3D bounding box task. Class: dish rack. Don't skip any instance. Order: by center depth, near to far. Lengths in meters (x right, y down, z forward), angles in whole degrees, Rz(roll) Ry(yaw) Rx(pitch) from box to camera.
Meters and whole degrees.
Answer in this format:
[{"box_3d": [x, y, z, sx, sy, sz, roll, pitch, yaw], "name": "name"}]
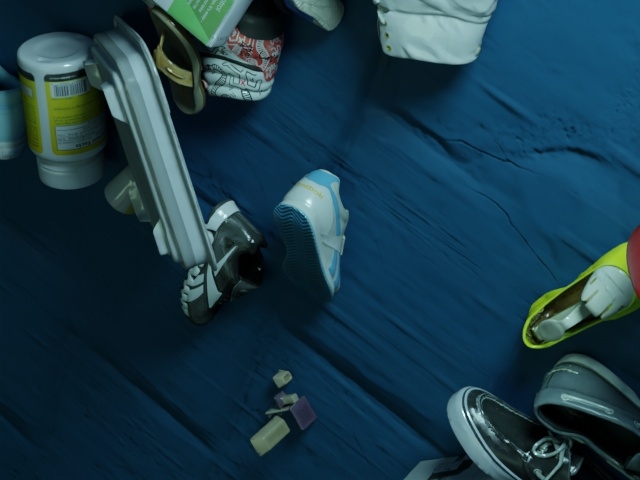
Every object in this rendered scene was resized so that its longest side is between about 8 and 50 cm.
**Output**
[{"box_3d": [-0.240, -0.126, 2.047, 0.285, 0.072, 0.333, -135, 26, -65], "name": "dish rack"}]

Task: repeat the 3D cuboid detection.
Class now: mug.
[{"box_3d": [-0.272, -0.082, 2.232, 0.064, 0.078, 0.062, -47, 51, 38], "name": "mug"}]

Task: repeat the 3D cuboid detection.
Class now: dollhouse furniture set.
[{"box_3d": [-0.085, 0.263, 2.251, 0.081, 0.114, 0.091, -16, 108, 49], "name": "dollhouse furniture set"}]

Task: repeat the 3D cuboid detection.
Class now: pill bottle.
[{"box_3d": [-0.373, -0.187, 2.191, 0.119, 0.119, 0.209, 20, 128, 29], "name": "pill bottle"}]

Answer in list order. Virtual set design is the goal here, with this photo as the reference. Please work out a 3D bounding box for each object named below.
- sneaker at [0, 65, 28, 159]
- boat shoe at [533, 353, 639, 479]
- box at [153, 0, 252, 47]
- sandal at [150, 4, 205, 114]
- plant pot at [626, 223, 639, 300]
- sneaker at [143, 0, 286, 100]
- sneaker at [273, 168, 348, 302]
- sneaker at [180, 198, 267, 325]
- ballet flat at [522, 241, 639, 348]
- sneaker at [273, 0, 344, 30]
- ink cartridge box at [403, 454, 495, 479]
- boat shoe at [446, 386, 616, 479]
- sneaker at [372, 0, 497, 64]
[{"box_3d": [-0.586, -0.279, 2.315, 0.366, 0.135, 0.150, 31, 126, 9], "name": "sneaker"}, {"box_3d": [0.400, 0.272, 1.861, 0.319, 0.099, 0.116, 39, 135, 13], "name": "boat shoe"}, {"box_3d": [-0.186, -0.428, 1.866, 0.322, 0.058, 0.232, 41, 112, 13], "name": "box"}, {"box_3d": [-0.191, -0.223, 1.943, 0.072, 0.049, 0.180, 36, 152, 30], "name": "sandal"}, {"box_3d": [0.449, 0.015, 1.590, 0.191, 0.191, 0.174, 48, 134, 4], "name": "plant pot"}, {"box_3d": [-0.170, -0.278, 1.984, 0.270, 0.090, 0.145, 25, 128, 22], "name": "sneaker"}, {"box_3d": [0.000, 0.000, 2.032, 0.087, 0.092, 0.229, 27, 151, 21], "name": "sneaker"}, {"box_3d": [-0.136, 0.055, 2.181, 0.106, 0.078, 0.234, 37, 133, 19], "name": "sneaker"}, {"box_3d": [0.326, 0.074, 1.810, 0.077, 0.077, 0.231, 53, 136, 0], "name": "ballet flat"}, {"box_3d": [-0.033, -0.312, 1.830, 0.084, 0.152, 0.058, 30, 89, 27], "name": "sneaker"}, {"box_3d": [0.224, 0.379, 2.086, 0.208, 0.087, 0.153, -18, 104, 46], "name": "ink cartridge box"}, {"box_3d": [0.302, 0.290, 1.948, 0.306, 0.113, 0.105, 46, 130, 3], "name": "boat shoe"}, {"box_3d": [0.064, -0.301, 1.746, 0.292, 0.108, 0.169, 25, 130, 13], "name": "sneaker"}]
